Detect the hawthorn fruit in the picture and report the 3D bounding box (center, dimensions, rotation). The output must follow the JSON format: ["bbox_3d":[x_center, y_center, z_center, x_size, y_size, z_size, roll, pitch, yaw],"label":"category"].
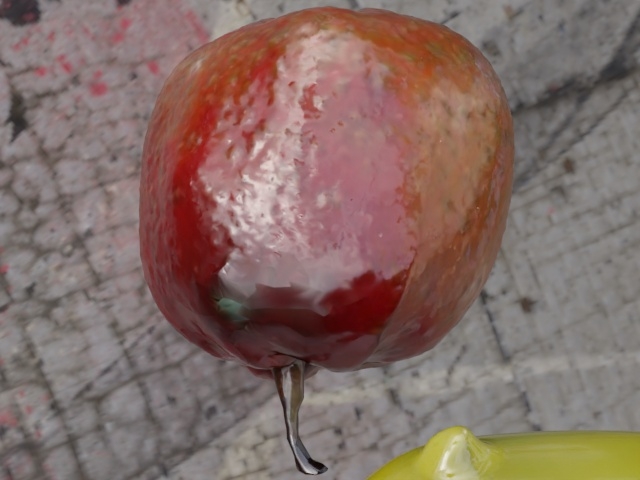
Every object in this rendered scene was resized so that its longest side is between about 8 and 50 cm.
[{"bbox_3d":[0.000,0.000,0.586,0.157,0.157,0.194,16,73,-32],"label":"hawthorn fruit"}]

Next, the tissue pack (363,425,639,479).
[{"bbox_3d":[0.087,0.131,0.475,0.178,0.127,0.123,2,38,-20],"label":"tissue pack"}]
